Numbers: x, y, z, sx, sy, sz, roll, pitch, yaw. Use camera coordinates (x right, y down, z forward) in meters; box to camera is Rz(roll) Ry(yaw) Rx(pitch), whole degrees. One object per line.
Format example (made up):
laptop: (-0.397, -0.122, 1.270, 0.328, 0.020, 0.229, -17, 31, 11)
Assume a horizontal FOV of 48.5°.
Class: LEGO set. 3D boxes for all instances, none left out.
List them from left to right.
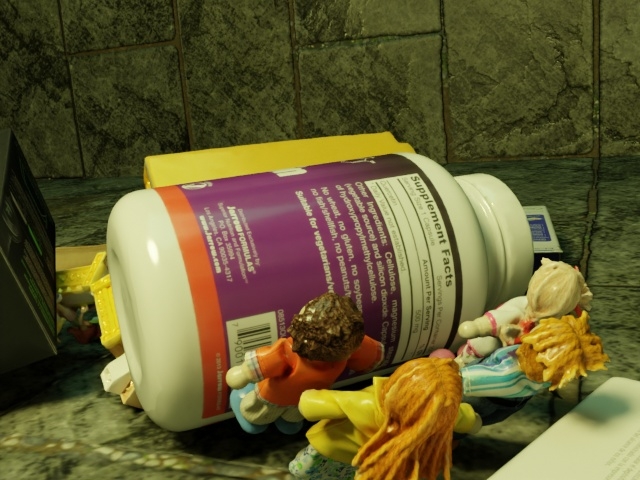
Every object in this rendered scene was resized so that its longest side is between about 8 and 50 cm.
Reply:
LEGO set: (-0.218, 0.098, 0.723, 0.287, 0.107, 0.132, 9, 52, 36)

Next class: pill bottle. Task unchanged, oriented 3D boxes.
pill bottle: (0.004, 0.028, 0.578, 0.323, 0.181, 0.181, -11, 13, -23)

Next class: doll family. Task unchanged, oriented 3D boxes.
doll family: (0.079, 0.091, 0.427, 0.263, 0.118, 0.163, -7, -29, -28)

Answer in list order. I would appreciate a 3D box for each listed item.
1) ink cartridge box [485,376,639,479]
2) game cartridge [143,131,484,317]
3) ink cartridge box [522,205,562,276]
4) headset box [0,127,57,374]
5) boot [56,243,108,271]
ink cartridge box: (0.180, 0.153, 0.271, 0.261, 0.066, 0.296, 7, 16, 44)
game cartridge: (0.000, 0.000, 0.764, 0.324, 0.052, 0.285, -8, 50, -22)
ink cartridge box: (0.235, 0.010, 0.972, 0.166, 0.065, 0.333, -1, 10, 16)
headset box: (-0.387, 0.034, 0.657, 0.247, 0.131, 0.283, -19, 33, -9)
boot: (-0.345, 0.049, 0.980, 0.270, 0.089, 0.236, -3, 1, 6)
